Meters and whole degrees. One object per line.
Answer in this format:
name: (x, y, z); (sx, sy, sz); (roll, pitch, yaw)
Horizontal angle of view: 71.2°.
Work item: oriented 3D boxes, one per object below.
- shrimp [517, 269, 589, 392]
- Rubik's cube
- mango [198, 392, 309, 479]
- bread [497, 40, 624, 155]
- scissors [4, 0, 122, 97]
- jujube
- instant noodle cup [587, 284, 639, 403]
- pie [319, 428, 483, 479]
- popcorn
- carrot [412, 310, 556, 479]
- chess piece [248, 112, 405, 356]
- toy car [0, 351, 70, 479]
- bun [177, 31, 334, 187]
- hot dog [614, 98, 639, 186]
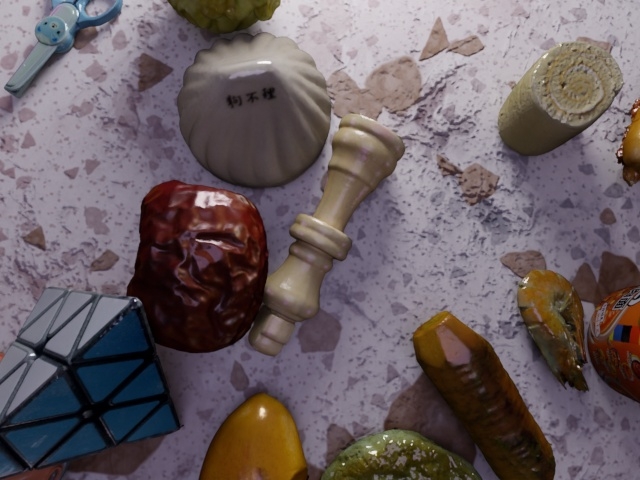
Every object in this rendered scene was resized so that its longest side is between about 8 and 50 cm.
shrimp: (0.405, 0.150, 0.749); (0.115, 0.051, 0.217); (-20, 83, -7)
Rubik's cube: (-0.326, 0.183, 0.614); (0.232, 0.228, 0.229); (1, 86, -3)
mango: (-0.102, 0.359, 0.664); (0.153, 0.126, 0.253); (3, 75, 17)
bread: (0.385, -0.229, 0.740); (0.148, 0.141, 0.134); (-37, 84, -7)
scissors: (-0.452, -0.354, 0.763); (0.125, 0.030, 0.256); (31, 81, 2)
jujube: (-0.173, 0.036, 0.650); (0.212, 0.213, 0.233); (12, 91, -2)
instant noodle cup: (0.563, 0.167, 0.683); (0.249, 0.192, 0.251); (0, 85, -2)
pie: (0.129, 0.431, 0.692); (0.276, 0.078, 0.278); (1, 83, -4)
popcorn: (-0.147, -0.446, 0.707); (0.234, 0.181, 0.217); (30, 60, 24)
carrot: (0.258, 0.252, 0.700); (0.114, 0.114, 0.302); (-34, 89, -6)
chess piece: (0.000, 0.000, 0.716); (0.117, 0.117, 0.398); (27, 86, 0)
toy car: (-0.500, 0.289, 0.605); (0.270, 0.212, 0.180); (44, 84, 2)
bun: (-0.105, -0.221, 0.698); (0.262, 0.175, 0.264); (0, 85, -1)
hot dog: (0.576, -0.207, 0.776); (0.076, 0.102, 0.249); (19, 79, 41)
